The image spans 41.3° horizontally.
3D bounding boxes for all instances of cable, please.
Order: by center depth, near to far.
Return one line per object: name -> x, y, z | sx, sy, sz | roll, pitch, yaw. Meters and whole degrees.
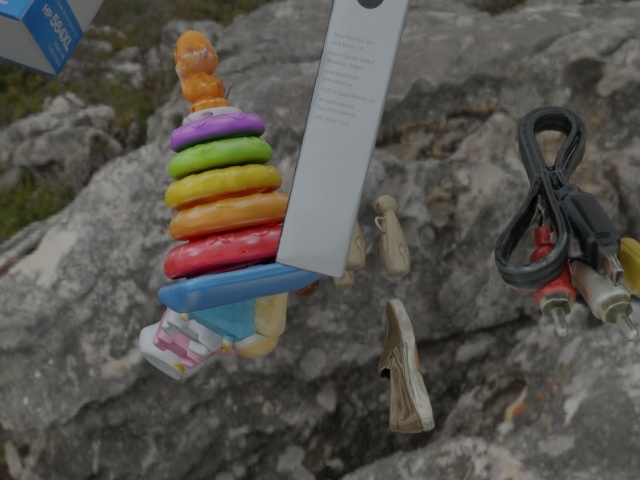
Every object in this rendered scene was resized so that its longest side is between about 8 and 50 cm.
cable -> 0.209, -0.023, 0.766 | 0.139, 0.072, 0.287 | -9, 35, 2

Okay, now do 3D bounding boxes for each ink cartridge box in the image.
ink cartridge box -> 0.031, -0.150, 0.704 | 0.065, 0.333, 0.165 | 15, 16, -1
ink cartridge box -> -0.243, -0.258, 0.708 | 0.148, 0.086, 0.203 | 21, 70, 14

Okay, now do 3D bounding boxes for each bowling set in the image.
bowling set -> 0.000, 0.000, 1.485 | 0.287, 0.199, 0.154 | 14, 59, -46

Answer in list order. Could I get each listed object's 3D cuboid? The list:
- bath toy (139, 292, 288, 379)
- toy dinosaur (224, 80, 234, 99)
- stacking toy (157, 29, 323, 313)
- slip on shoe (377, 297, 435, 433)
bath toy -> -0.150, 0.114, 1.187 | 0.151, 0.348, 0.129 | 36, 64, -11
toy dinosaur -> -0.134, -0.091, 1.112 | 0.064, 0.212, 0.112 | -1, 54, 0
stacking toy -> -0.110, -0.082, 0.928 | 0.165, 0.302, 0.175 | -11, -3, -22
slip on shoe -> 0.073, 0.117, 0.804 | 0.041, 0.051, 0.135 | -12, 62, 2
